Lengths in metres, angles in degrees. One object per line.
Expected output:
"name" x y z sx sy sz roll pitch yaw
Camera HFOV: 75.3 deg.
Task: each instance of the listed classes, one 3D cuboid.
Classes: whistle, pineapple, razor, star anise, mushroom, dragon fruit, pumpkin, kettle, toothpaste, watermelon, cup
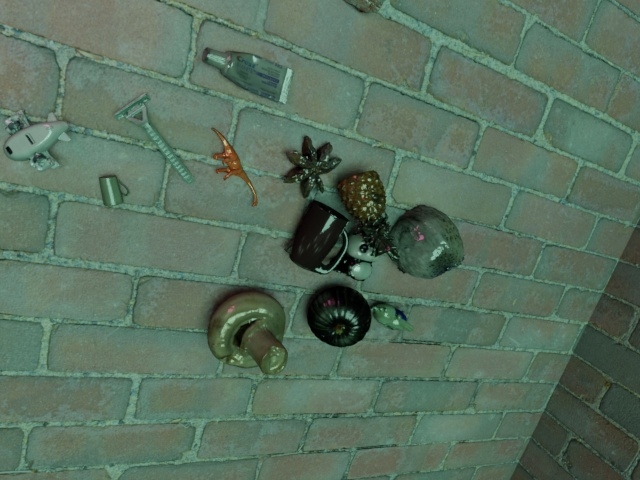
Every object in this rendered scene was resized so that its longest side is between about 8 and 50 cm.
"whistle" 0.308 0.329 1.764 0.244 0.110 0.092 31 61 -27
"pineapple" 0.181 -0.075 1.461 0.169 0.169 0.340 -21 91 -14
"razor" -0.470 -0.283 1.230 0.111 0.056 0.278 -37 119 -7
"star anise" -0.036 -0.254 1.411 0.197 0.073 0.212 28 95 -31
"mushroom" -0.236 0.337 1.431 0.293 0.290 0.292 -10 114 -24
"dragon fruit" 0.422 0.002 1.619 0.283 0.221 0.204 -28 124 -8
"pumpkin" 0.073 0.299 1.594 0.250 0.216 0.249 2 108 5
"kettle" 0.000 0.000 1.486 0.202 0.144 0.232 26 104 -19
"toothpaste" -0.215 -0.507 1.253 0.282 0.068 0.099 10 133 -32
"watermelon" 0.116 -0.776 1.279 0.180 0.081 0.094 28 114 -13
"cup" -0.609 -0.149 1.226 0.075 0.054 0.083 -10 111 -18

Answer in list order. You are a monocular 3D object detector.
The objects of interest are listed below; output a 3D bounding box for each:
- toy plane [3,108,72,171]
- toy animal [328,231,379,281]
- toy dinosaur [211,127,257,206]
"toy plane" -0.754 -0.269 1.107 0.174 0.080 0.174 -1 95 -12
"toy animal" 0.141 0.052 1.564 0.166 0.138 0.179 16 109 -43
"toy dinosaur" -0.280 -0.227 1.330 0.101 0.055 0.279 -32 118 -34
